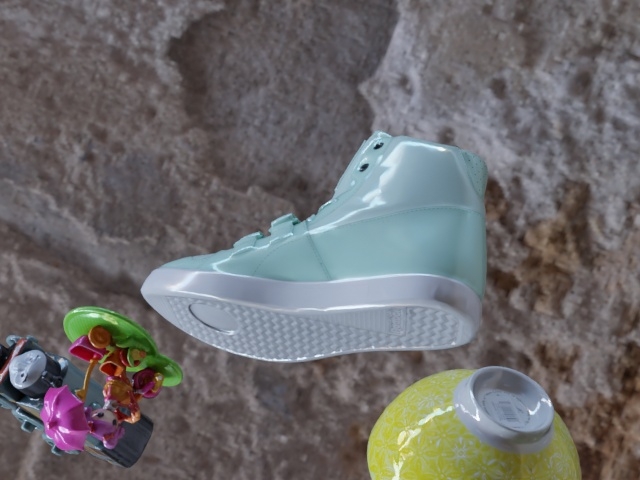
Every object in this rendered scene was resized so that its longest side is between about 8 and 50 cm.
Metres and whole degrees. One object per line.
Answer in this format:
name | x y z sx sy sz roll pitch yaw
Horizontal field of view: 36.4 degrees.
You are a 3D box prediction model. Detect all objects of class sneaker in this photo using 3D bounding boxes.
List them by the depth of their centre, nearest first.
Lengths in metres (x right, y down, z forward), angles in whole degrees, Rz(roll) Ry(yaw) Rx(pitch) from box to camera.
sneaker | 0.001 0.000 0.689 0.094 0.256 0.151 54 -138 -46

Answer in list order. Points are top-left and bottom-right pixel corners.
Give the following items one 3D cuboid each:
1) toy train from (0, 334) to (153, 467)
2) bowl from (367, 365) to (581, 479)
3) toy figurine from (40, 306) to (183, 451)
toy train | -0.438 0.279 1.683 0.334 0.190 0.142 53 -127 -43
bowl | 0.220 0.258 1.266 0.289 0.289 0.156 -65 -5 -55
toy figurine | -0.273 0.195 1.211 0.130 0.173 0.159 -33 28 45
